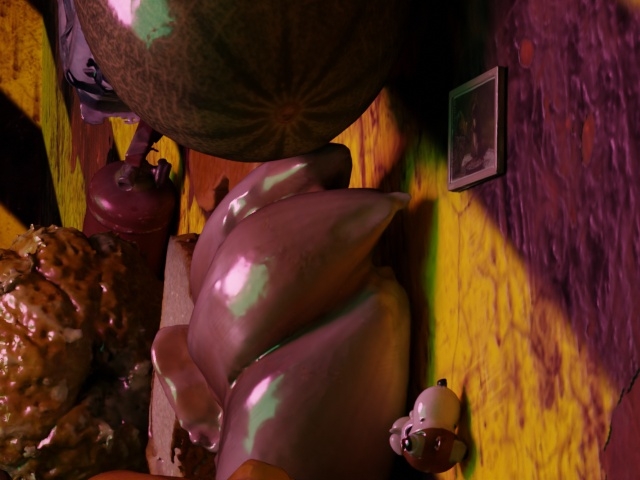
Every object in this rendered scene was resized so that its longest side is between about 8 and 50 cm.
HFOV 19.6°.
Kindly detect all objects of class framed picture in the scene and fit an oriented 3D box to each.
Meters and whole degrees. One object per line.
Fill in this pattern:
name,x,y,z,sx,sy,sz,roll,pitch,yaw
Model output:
framed picture,0.095,-0.066,1.134,0.089,0.006,0.066,161,112,-74

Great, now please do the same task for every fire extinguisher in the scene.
fire extinguisher,-0.226,-0.019,2.206,0.147,0.106,0.337,-74,0,-50

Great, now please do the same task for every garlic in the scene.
garlic,-0.028,0.085,1.319,0.325,0.132,0.279,126,134,-63

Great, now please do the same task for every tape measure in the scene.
tape measure,-0.238,-0.287,2.196,0.256,0.147,0.275,163,108,-74

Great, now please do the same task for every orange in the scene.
orange,-0.254,0.129,1.894,0.223,0.300,0.301,-176,76,-66

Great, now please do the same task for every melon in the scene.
melon,-0.052,-0.189,1.266,0.237,0.237,0.302,108,158,-45

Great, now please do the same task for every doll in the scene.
doll,0.064,0.123,1.156,0.085,0.040,0.058,125,158,-57

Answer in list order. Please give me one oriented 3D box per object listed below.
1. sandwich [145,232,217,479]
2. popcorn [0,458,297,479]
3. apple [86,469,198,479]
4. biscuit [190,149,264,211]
sandwich,-0.105,0.134,1.711,0.226,0.087,0.251,-119,37,-66
popcorn,-0.108,0.270,1.135,0.349,0.381,0.349,-45,-1,-2
apple,-0.120,0.292,1.426,0.264,0.264,0.264,-177,90,-76
biscuit,-0.068,-0.182,1.694,0.269,0.051,0.376,116,153,-47
